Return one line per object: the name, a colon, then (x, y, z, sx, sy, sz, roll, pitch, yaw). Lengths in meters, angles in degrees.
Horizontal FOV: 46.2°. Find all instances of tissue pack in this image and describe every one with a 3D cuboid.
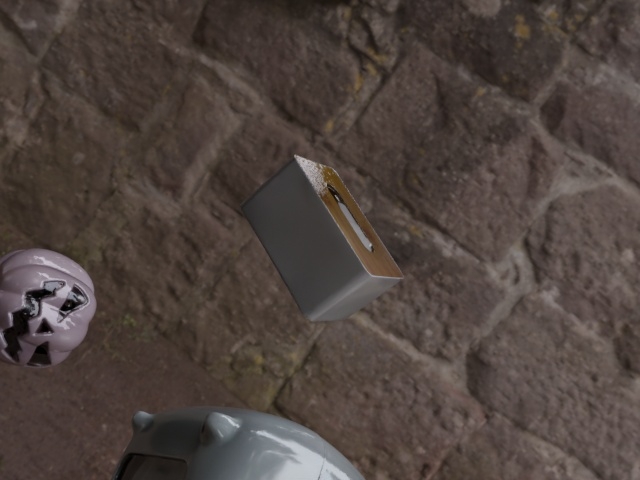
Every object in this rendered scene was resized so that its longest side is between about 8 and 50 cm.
tissue pack: (-0.119, 0.318, 0.891, 0.236, 0.229, 0.333, 40, -31, -22)
tissue pack: (0.000, 0.000, 1.272, 0.246, 0.136, 0.159, 58, 20, 18)

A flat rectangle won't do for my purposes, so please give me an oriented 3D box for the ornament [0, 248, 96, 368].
ornament: (-0.413, 0.102, 1.099, 0.177, 0.177, 0.177, 34, 17, -12)
